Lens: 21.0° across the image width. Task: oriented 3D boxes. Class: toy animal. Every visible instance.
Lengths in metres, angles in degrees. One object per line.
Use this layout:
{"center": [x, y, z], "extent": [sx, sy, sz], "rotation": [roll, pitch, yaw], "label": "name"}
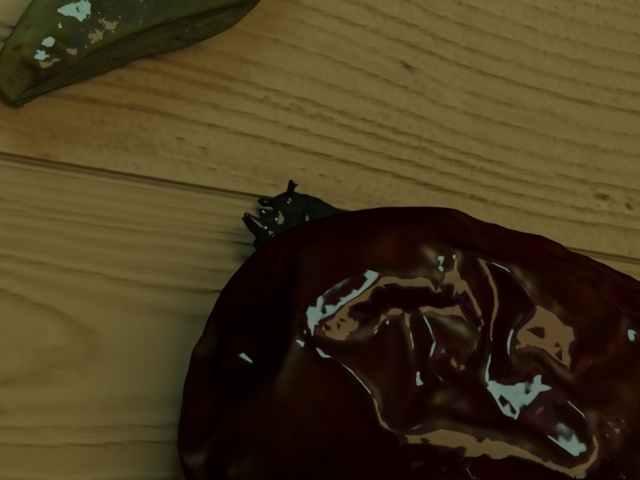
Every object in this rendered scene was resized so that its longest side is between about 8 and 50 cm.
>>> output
{"center": [0.000, 0.000, 1.165], "extent": [0.136, 0.047, 0.065], "rotation": [16, 60, -34], "label": "toy animal"}

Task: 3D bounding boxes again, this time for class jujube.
{"center": [0.103, 0.132, 1.077], "extent": [0.377, 0.276, 0.276], "rotation": [21, 62, -21], "label": "jujube"}

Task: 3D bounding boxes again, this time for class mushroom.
{"center": [-0.084, -0.187, 1.133], "extent": [0.107, 0.087, 0.333], "rotation": [46, 55, -14], "label": "mushroom"}
